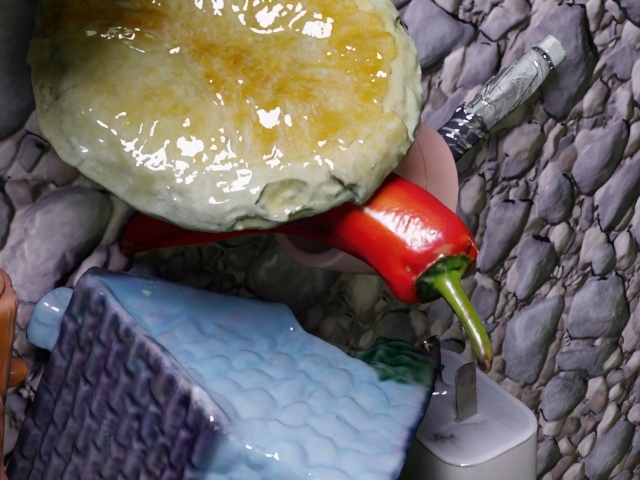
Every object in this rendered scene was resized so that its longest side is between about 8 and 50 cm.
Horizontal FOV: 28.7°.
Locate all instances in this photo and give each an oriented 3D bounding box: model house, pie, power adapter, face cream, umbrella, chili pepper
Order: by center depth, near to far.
[{"bbox_3d":[-0.073,-0.137,0.953,0.306,0.306,0.071,-28,167,-21],"label":"pie"},{"bbox_3d":[-0.002,-0.007,1.016,0.092,0.368,0.137,11,93,-55],"label":"chili pepper"},{"bbox_3d":[-0.128,0.211,1.112,0.360,0.339,0.297,-64,177,27],"label":"model house"},{"bbox_3d":[0.036,-0.044,1.128,0.104,0.149,0.149,8,110,-40],"label":"face cream"},{"bbox_3d":[0.166,-0.134,1.247,0.188,0.050,0.046,-44,111,-6],"label":"umbrella"},{"bbox_3d":[0.138,0.217,1.323,0.124,0.187,0.255,-22,125,-26],"label":"power adapter"}]

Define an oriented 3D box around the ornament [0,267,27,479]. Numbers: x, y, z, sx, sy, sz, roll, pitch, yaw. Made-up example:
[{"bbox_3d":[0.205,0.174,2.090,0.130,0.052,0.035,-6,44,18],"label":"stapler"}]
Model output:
[{"bbox_3d":[-0.330,0.123,0.927,0.235,0.221,0.217,10,107,-11],"label":"ornament"}]
